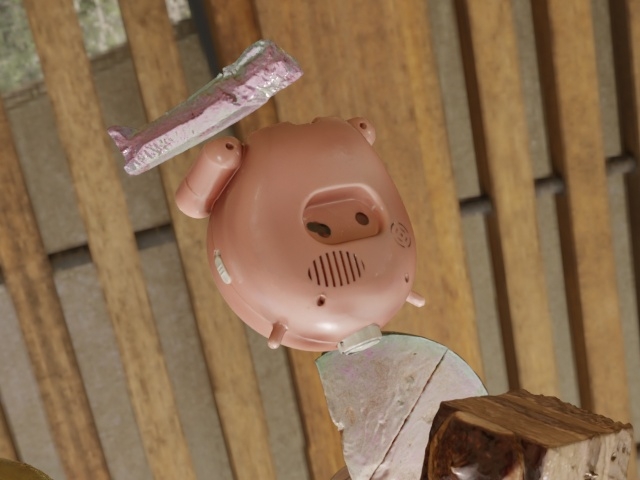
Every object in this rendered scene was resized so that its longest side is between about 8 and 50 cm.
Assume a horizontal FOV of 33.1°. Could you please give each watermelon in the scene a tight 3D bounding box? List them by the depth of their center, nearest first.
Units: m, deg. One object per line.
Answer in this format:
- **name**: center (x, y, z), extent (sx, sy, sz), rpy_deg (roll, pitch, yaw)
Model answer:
- **watermelon**: center (0.101, 0.266, 1.747), extent (0.319, 0.292, 0.222), rpy_deg (-14, -172, -29)

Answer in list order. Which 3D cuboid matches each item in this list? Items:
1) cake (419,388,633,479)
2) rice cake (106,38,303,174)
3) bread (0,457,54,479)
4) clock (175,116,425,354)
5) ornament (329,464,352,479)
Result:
- **cake**: center (0.250, 0.315, 1.395), extent (0.196, 0.198, 0.293), rpy_deg (19, -169, 40)
- **rice cake**: center (-0.161, -0.180, 1.465), extent (0.290, 0.081, 0.051), rpy_deg (-27, -141, 18)
- **bread**: center (-0.397, 0.417, 1.431), extent (0.301, 0.341, 0.210), rpy_deg (17, -115, 1)
- **clock**: center (0.000, 0.000, 1.107), extent (0.227, 0.241, 0.142), rpy_deg (-12, 159, -34)
- **ornament**: center (0.099, 0.474, 1.923), extent (0.178, 0.177, 0.177), rpy_deg (-9, -160, 4)
